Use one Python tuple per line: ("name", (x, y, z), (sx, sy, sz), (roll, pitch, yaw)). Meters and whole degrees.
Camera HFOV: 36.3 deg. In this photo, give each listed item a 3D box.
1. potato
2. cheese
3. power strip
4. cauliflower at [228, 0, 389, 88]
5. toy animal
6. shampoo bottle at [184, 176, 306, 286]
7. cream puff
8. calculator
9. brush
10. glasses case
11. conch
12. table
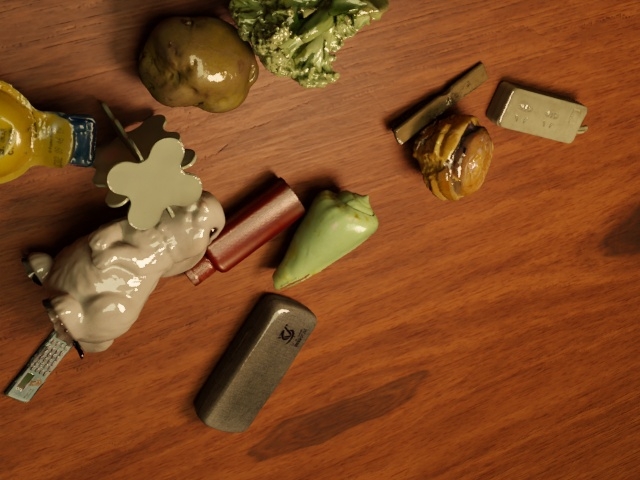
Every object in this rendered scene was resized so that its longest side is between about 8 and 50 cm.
("potato", (-0.202, -0.297, 1.638), (0.200, 0.137, 0.154), (5, 153, -31))
("cheese", (-0.494, -0.166, 1.546), (0.270, 0.069, 0.177), (5, 111, -9))
("power strip", (0.490, -0.273, 2.122), (0.288, 0.053, 0.093), (7, 114, -33))
("cauliflower", (-0.002, -0.393, 1.614), (0.272, 0.250, 0.275), (27, 75, -40))
("toy animal", (-0.328, 0.040, 1.734), (0.357, 0.194, 0.258), (-31, 152, -11))
("shampoo bottle", (-0.155, -0.012, 1.890), (0.260, 0.064, 0.102), (-36, 139, -5))
("cream puff", (0.265, -0.173, 1.994), (0.189, 0.129, 0.189), (-29, 128, -45))
("calculator", (-0.528, 0.238, 1.855), (0.172, 0.018, 0.057), (-50, 129, 7))
("brush", (0.240, -0.282, 1.980), (0.248, 0.036, 0.043), (-38, 136, -14))
("glasses case", (-0.139, 0.263, 2.068), (0.131, 0.074, 0.323), (23, 105, -40))
("conch", (0.015, -0.002, 1.966), (0.137, 0.143, 0.251), (26, 123, -12))
("table", (-0.306, -0.136, 1.630), (0.166, 0.198, 0.167), (-15, 125, -22))
